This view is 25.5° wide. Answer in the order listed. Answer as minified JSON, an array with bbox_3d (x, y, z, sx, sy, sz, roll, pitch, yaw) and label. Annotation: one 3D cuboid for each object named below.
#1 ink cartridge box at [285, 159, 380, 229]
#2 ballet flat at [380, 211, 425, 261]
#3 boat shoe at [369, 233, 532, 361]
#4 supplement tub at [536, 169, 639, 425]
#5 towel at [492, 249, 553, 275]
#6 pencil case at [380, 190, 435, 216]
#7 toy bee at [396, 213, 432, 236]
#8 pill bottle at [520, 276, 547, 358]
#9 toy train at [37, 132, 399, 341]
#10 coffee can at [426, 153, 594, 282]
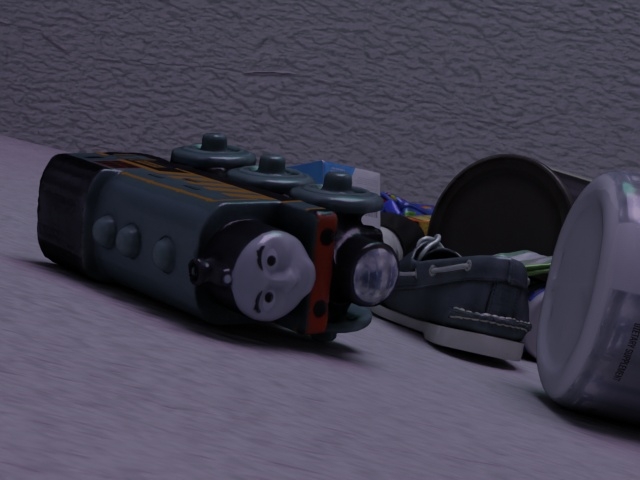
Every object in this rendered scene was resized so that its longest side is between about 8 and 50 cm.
[{"bbox_3d":[0.000,0.000,1.440,0.090,0.143,0.092,-7,-11,41],"label":"ink cartridge box"},{"bbox_3d":[0.010,0.020,1.574,0.280,0.095,0.096,1,19,-27],"label":"ballet flat"},{"bbox_3d":[0.130,0.047,1.417,0.116,0.099,0.319,11,3,-14],"label":"boat shoe"},{"bbox_3d":[0.346,0.070,1.112,0.316,0.193,0.193,13,3,-4],"label":"supplement tub"},{"bbox_3d":[0.205,0.024,1.470,0.113,0.023,0.152,-9,2,-17],"label":"towel"},{"bbox_3d":[0.180,-0.001,2.193,0.306,0.133,0.119,10,38,-42],"label":"pencil case"},{"bbox_3d":[0.179,-0.003,1.957,0.298,0.162,0.195,10,3,-45],"label":"toy bee"},{"bbox_3d":[0.217,0.077,1.457,0.078,0.078,0.137,13,3,-18],"label":"pill bottle"},{"bbox_3d":[-0.091,-0.003,1.168,0.190,0.142,0.334,-4,16,-38],"label":"toy train"},{"bbox_3d":[0.288,0.016,1.701,0.201,0.201,0.275,17,4,41],"label":"coffee can"}]
